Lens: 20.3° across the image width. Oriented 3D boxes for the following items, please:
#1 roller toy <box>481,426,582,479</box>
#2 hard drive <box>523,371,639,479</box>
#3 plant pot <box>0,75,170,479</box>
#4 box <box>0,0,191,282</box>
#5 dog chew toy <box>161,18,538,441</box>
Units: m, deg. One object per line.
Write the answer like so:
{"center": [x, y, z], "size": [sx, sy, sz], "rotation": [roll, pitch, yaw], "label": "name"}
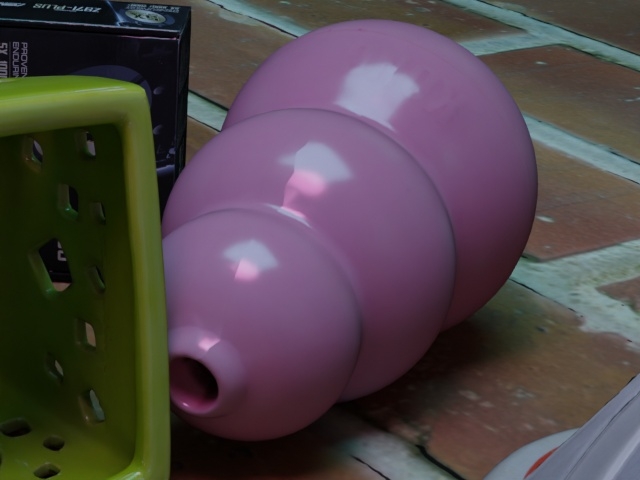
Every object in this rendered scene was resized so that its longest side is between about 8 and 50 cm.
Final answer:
{"center": [0.146, 0.164, 0.721], "size": [0.191, 0.146, 0.209], "rotation": [13, 24, 23], "label": "roller toy"}
{"center": [0.219, 0.151, 0.531], "size": [0.339, 0.237, 0.064], "rotation": [51, 10, 29], "label": "hard drive"}
{"center": [-0.226, 0.026, 0.919], "size": [0.227, 0.228, 0.207], "rotation": [-12, 21, -34], "label": "plant pot"}
{"center": [-0.166, -0.069, 1.212], "size": [0.147, 0.180, 0.077], "rotation": [5, 20, 0], "label": "box"}
{"center": [0.000, 0.000, 1.058], "size": [0.206, 0.207, 0.332], "rotation": [12, 31, 21], "label": "dog chew toy"}
